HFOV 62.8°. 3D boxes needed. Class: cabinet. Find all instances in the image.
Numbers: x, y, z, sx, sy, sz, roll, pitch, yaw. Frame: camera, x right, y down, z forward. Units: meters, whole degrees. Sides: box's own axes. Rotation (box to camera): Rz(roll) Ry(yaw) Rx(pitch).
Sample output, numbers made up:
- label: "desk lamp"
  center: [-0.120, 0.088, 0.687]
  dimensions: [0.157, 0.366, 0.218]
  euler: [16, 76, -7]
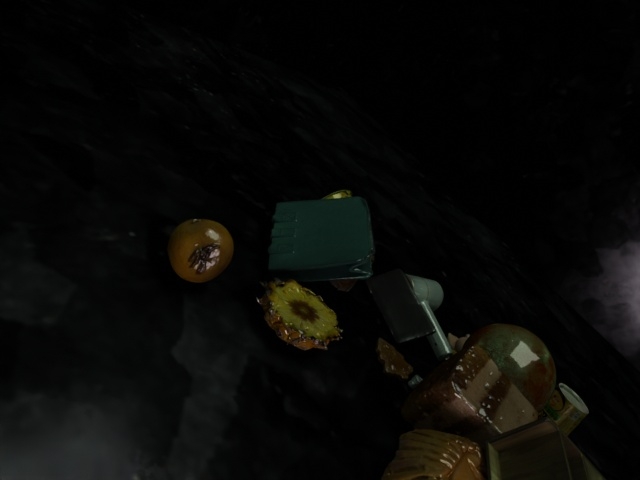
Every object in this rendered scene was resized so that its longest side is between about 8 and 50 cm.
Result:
- label: "cabinet"
  center: [0.428, 0.471, 0.950]
  dimensions: [0.215, 0.148, 0.175]
  euler: [46, 30, -15]

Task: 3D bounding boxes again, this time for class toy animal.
- label: "toy animal"
  center: [0.440, 0.327, 1.603]
  dimensions: [0.091, 0.082, 0.114]
  euler: [30, 25, -17]

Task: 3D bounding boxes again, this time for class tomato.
- label: "tomato"
  center: [0.520, 0.359, 1.443]
  dimensions: [0.270, 0.222, 0.270]
  euler: [20, 55, -31]

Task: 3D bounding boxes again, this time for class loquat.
- label: "loquat"
  center: [-0.250, 0.018, 1.099]
  dimensions: [0.141, 0.141, 0.141]
  euler: [31, 25, -17]

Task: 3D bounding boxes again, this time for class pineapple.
- label: "pineapple"
  center: [-0.051, 0.174, 1.190]
  dimensions: [0.224, 0.076, 0.225]
  euler: [31, 23, -15]

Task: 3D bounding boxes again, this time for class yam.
- label: "yam"
  center: [0.088, 0.076, 1.475]
  dimensions: [0.079, 0.141, 0.079]
  euler: [29, 27, -17]

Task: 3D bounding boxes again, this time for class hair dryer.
- label: "hair dryer"
  center: [0.340, 0.265, 1.587]
  dimensions: [0.173, 0.107, 0.357]
  euler: [13, 44, -40]

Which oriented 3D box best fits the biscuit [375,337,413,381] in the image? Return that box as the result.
- label: "biscuit"
  center: [0.182, 0.307, 1.354]
  dimensions: [0.119, 0.019, 0.130]
  euler: [13, 36, -44]

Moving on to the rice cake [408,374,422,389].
- label: "rice cake"
  center: [0.311, 0.412, 1.335]
  dimensions: [0.207, 0.033, 0.033]
  euler: [36, 23, -5]

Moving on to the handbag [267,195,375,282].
- label: "handbag"
  center: [0.003, 0.003, 1.386]
  dimensions: [0.274, 0.100, 0.269]
  euler: [-7, 42, 3]

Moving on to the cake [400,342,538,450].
- label: "cake"
  center: [0.355, 0.415, 1.194]
  dimensions: [0.293, 0.196, 0.198]
  euler: [49, 36, 9]

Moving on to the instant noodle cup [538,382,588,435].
- label: "instant noodle cup"
  center: [0.747, 0.529, 1.634]
  dimensions: [0.151, 0.122, 0.151]
  euler: [34, 24, -17]

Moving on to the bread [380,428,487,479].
- label: "bread"
  center: [0.248, 0.481, 0.998]
  dimensions: [0.274, 0.149, 0.274]
  euler: [31, 32, -22]

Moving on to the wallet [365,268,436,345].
- label: "wallet"
  center: [0.228, 0.189, 1.525]
  dimensions: [0.124, 0.025, 0.244]
  euler: [-18, 47, -8]

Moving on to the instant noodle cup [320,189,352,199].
- label: "instant noodle cup"
  center: [0.056, -0.046, 1.619]
  dimensions: [0.182, 0.182, 0.144]
  euler: [-2, 55, -56]
